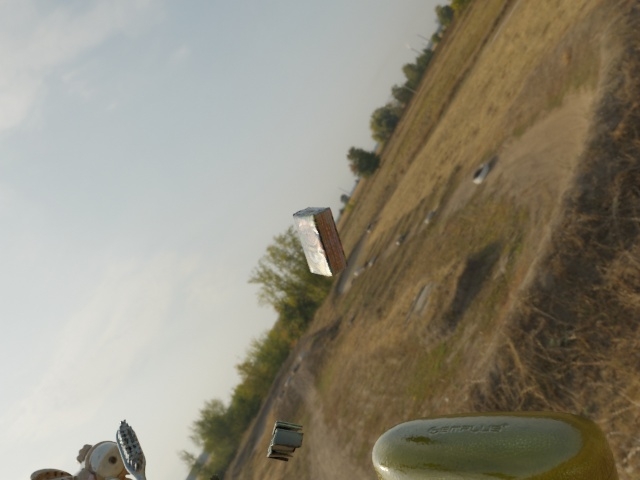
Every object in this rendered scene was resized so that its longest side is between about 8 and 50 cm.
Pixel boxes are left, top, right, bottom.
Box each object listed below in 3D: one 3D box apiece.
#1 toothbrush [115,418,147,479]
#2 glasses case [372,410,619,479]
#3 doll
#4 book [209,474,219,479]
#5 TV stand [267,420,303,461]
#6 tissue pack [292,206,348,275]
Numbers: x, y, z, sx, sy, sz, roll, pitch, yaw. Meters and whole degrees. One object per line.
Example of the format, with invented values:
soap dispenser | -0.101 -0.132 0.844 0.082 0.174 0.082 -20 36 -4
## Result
toothbrush | -0.128 0.323 0.490 0.024 0.354 0.029 -18 -35 -29
glasses case | 0.251 0.352 0.823 0.371 0.141 0.173 -15 13 31
doll | -0.530 0.536 1.120 0.278 0.154 0.119 -18 -13 -48
book | -0.025 0.351 0.286 0.031 0.380 0.264 -33 -8 9
TV stand | -0.049 0.273 0.711 0.249 0.036 0.042 104 179 -65
tissue pack | 0.000 0.000 1.185 0.060 0.148 0.108 -24 13 -27
